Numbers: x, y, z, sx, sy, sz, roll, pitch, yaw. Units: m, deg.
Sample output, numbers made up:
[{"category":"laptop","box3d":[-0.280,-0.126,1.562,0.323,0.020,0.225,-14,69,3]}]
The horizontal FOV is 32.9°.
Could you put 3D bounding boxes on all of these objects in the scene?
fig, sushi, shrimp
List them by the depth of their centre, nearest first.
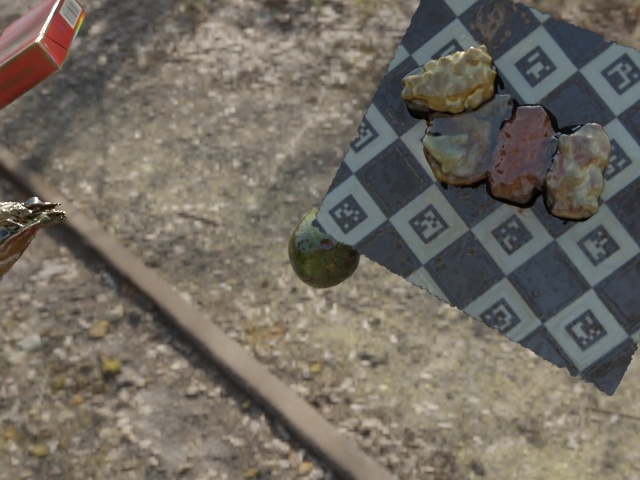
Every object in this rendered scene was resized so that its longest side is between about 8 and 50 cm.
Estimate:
[{"category":"sushi","box3d":[0.164,-0.056,0.869,0.290,0.264,0.050,28,6,11]},{"category":"shrimp","box3d":[-0.444,0.001,1.399,0.267,0.061,0.145,-18,59,-43]},{"category":"fig","box3d":[0.000,0.000,1.765,0.123,0.123,0.156,-8,33,-14]}]

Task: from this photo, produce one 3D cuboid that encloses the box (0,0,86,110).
[{"category":"box","box3d":[-0.363,-0.242,1.367,0.112,0.048,0.175,-28,30,20]}]
